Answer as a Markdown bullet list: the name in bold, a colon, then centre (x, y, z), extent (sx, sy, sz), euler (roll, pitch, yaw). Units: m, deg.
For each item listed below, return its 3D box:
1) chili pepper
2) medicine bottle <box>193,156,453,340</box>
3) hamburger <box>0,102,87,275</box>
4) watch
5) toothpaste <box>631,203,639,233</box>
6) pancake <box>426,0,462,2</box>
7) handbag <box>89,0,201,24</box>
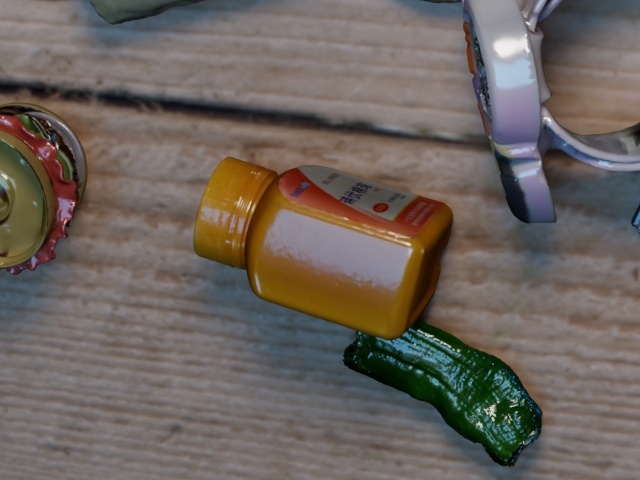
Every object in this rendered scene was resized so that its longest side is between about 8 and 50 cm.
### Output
- **chili pepper**: centre (0.117, 0.131, 1.909), extent (0.224, 0.061, 0.098), euler (35, 123, 6)
- **medicine bottle**: centre (0.000, -0.001, 1.856), extent (0.222, 0.149, 0.112), euler (18, 110, 12)
- **hamburger**: centre (-0.309, -0.062, 1.940), extent (0.175, 0.137, 0.175), euler (6, 112, 14)
- **watch**: centre (0.251, -0.147, 1.746), extent (0.231, 0.196, 0.244), euler (-15, 104, -1)
- **toothpaste**: centre (0.426, 0.010, 1.784), extent (0.282, 0.068, 0.099), euler (30, 82, 17)
- **pancake**: centre (0.111, -0.337, 1.781), extent (0.222, 0.042, 0.236), euler (-42, 88, 23)
- **handbag**: centre (-0.155, -0.365, 1.820), extent (0.253, 0.109, 0.316), euler (-22, 99, 26)
